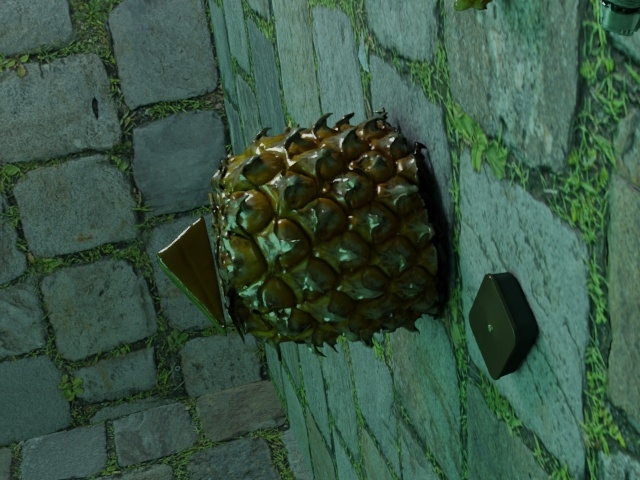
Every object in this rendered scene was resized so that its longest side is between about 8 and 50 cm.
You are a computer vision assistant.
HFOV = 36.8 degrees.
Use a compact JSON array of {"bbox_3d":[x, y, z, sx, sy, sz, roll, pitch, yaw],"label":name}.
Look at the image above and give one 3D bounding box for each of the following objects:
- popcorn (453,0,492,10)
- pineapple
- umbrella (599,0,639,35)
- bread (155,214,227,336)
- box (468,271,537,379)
[{"bbox_3d":[0.146,-0.260,0.922,0.083,0.057,0.082,91,164,-60],"label":"popcorn"},{"bbox_3d":[-0.001,-0.003,1.357,0.352,0.300,0.353,169,90,-85],"label":"pineapple"},{"bbox_3d":[0.213,-0.224,0.646,0.188,0.046,0.050,88,-157,-43],"label":"umbrella"},{"bbox_3d":[-0.144,0.050,1.295,0.139,0.084,0.074,46,165,11],"label":"bread"},{"bbox_3d":[0.205,0.096,1.091,0.126,0.031,0.091,95,159,-58],"label":"box"}]
